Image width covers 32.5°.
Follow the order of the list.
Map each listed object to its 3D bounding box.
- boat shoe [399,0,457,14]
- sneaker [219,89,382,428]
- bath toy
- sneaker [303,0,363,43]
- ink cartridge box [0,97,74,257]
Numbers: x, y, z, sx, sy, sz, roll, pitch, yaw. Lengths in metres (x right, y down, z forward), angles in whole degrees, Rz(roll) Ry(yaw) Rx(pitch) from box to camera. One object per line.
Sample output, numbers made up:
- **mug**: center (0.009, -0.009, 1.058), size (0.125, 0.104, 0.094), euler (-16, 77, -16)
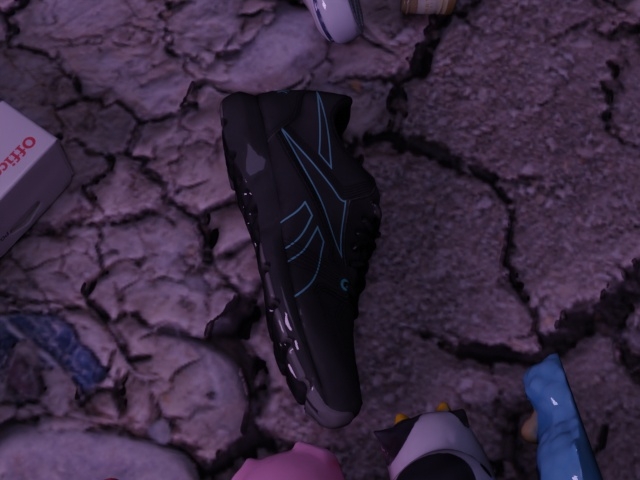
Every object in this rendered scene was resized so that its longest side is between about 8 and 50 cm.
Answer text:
- **boat shoe**: center (0.081, -0.259, 0.923), size (0.048, 0.056, 0.153), euler (-4, 74, -8)
- **sneaker**: center (0.000, 0.000, 0.786), size (0.106, 0.101, 0.267), euler (-11, 68, -8)
- **bath toy**: center (0.002, 0.176, 0.691), size (0.348, 0.151, 0.129), euler (-17, 80, 2)
- **sneaker**: center (-0.039, -0.259, 0.912), size (0.091, 0.094, 0.258), euler (-25, 64, 8)
- **ink cartridge box**: center (-0.280, -0.065, 0.827), size (0.150, 0.063, 0.109), euler (34, 70, 13)
